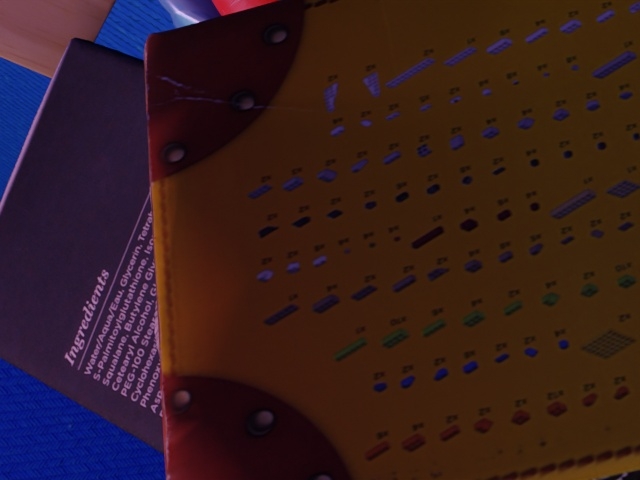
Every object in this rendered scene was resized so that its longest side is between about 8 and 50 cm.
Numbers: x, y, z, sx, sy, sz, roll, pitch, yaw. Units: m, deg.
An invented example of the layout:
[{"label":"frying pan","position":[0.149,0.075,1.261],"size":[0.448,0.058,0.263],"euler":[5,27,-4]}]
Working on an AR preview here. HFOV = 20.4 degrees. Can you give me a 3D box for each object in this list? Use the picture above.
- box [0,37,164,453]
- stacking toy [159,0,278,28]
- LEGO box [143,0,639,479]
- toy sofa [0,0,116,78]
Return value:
[{"label":"box","position":[0.023,0.055,1.115],"size":[0.395,0.212,0.293],"euler":[22,-179,40]},{"label":"stacking toy","position":[0.037,-0.209,0.954],"size":[0.175,0.165,0.302],"euler":[31,148,-3]},{"label":"LEGO box","position":[0.235,0.052,0.599],"size":[0.500,0.193,0.372],"euler":[-14,143,10]},{"label":"toy sofa","position":[-0.285,-0.274,1.361],"size":[0.150,0.177,0.362],"euler":[24,-173,-44]}]
